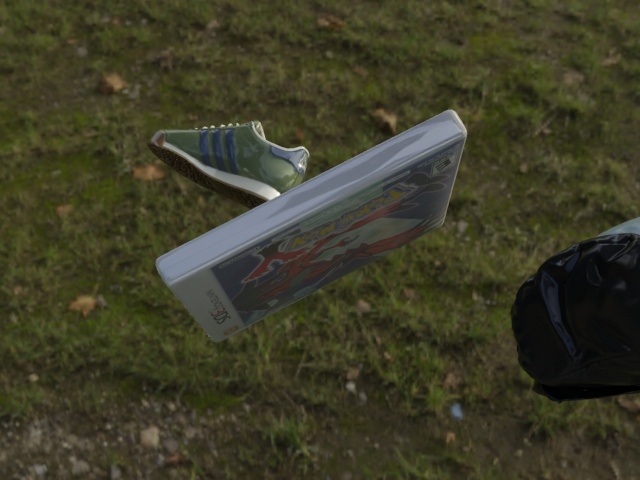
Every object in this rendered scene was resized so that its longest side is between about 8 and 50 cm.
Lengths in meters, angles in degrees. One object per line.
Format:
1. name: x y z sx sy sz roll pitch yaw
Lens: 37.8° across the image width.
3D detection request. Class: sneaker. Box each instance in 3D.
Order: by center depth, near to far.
1. sneaker: -0.096 -0.096 1.028 0.192 0.064 0.086 26 72 27

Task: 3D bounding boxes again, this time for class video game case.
1. video game case: 0.000 0.000 0.632 0.201 0.183 0.023 -28 74 -6

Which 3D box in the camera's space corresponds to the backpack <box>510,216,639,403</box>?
1. backpack: 0.234 0.042 0.619 0.182 0.115 0.152 1 -13 -36
